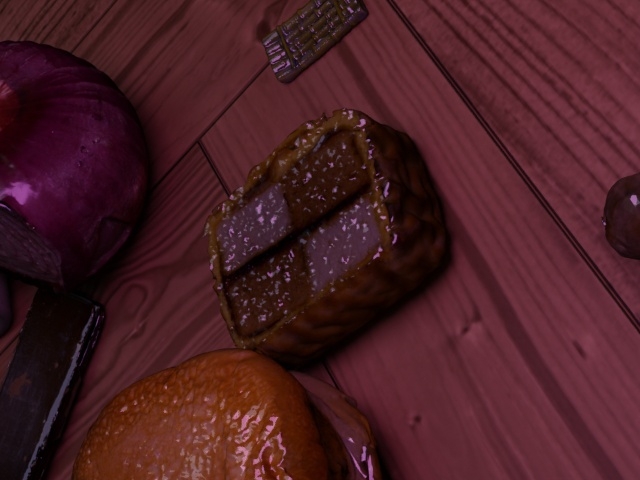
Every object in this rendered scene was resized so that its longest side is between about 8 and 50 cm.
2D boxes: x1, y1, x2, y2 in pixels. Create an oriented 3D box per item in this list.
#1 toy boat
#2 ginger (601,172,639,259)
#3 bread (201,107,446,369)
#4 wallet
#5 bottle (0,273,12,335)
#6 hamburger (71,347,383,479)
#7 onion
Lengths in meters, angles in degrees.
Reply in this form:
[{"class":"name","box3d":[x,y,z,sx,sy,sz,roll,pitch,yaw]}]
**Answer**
[{"class":"toy boat","box3d":[-0.007,-0.210,1.383,0.115,0.016,0.063,-38,54,23]},{"class":"ginger","box3d":[0.300,-0.040,1.028,0.204,0.080,0.104,-14,72,33]},{"class":"bread","box3d":[0.000,0.000,1.250,0.222,0.096,0.181,-38,54,26]},{"class":"wallet","box3d":[-0.301,0.164,1.484,0.122,0.031,0.232,17,84,46]},{"class":"bottle","box3d":[-0.420,-0.010,1.586,0.120,0.120,0.253,-32,55,27]},{"class":"hamburger","box3d":[-0.085,0.247,1.183,0.314,0.170,0.290,-22,59,33]},{"class":"onion","box3d":[-0.294,-0.089,1.437,0.230,0.256,0.272,-59,4,-30]}]
